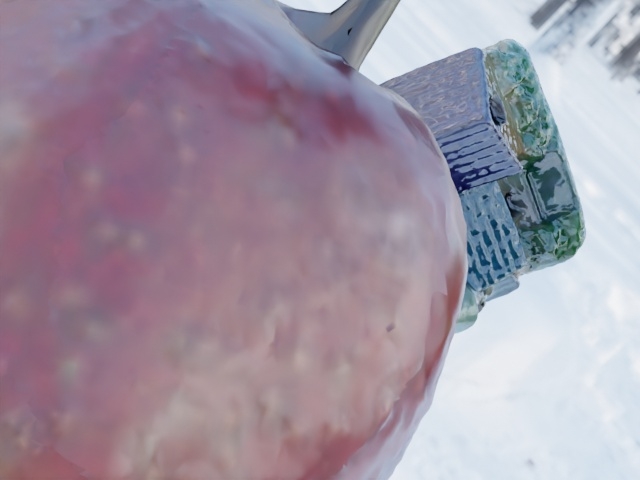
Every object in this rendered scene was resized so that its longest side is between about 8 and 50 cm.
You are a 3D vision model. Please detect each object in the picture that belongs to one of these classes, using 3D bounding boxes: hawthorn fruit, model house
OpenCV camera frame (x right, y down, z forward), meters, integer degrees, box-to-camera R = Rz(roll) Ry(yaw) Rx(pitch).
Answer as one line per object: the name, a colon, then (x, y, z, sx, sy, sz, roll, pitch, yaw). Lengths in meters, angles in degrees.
hawthorn fruit: (-0.077, 0.005, 0.498, 0.284, 0.369, 0.285, 47, -3, 4)
model house: (0.161, -0.061, 1.588, 0.280, 0.245, 0.312, -35, 108, -68)
